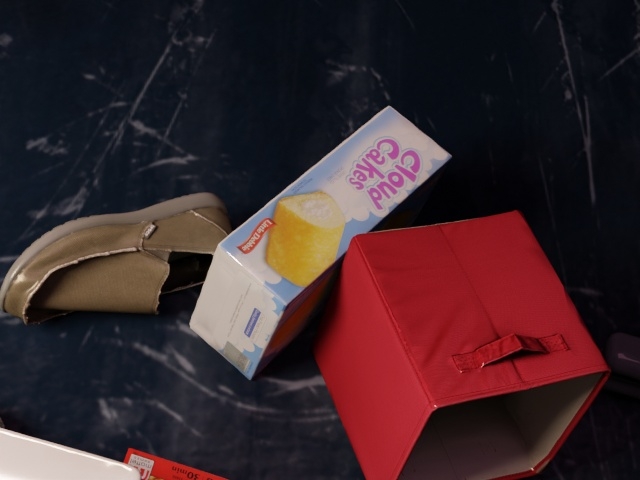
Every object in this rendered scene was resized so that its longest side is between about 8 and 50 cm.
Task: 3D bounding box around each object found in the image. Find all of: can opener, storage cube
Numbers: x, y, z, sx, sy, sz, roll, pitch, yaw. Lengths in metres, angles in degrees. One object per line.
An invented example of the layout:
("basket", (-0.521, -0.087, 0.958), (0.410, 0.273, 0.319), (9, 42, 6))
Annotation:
("can opener", (0.416, 0.171, 1.394), (0.280, 0.074, 0.093), (21, 54, -3))
("storage cube", (0.123, 0.109, 1.263), (0.184, 0.215, 0.193), (-9, 54, -22))

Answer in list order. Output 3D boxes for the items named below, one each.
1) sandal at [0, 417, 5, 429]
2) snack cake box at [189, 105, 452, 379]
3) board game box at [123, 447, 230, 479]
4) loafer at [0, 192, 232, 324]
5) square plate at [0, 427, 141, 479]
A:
("sandal", (-0.356, 0.163, 1.185), (0.179, 0.040, 0.067), (11, 47, 8))
("snack cake box", (0.000, 0.000, 1.334), (0.089, 0.152, 0.264), (40, 55, 12))
("board game box", (-0.126, 0.291, 1.158), (0.147, 0.045, 0.193), (18, 53, -5))
("loafer", (-0.183, 0.026, 1.293), (0.251, 0.094, 0.087), (-21, 61, -29))
("square plate", (-0.356, 0.284, 1.041), (0.344, 0.049, 0.347), (14, 53, 13))
